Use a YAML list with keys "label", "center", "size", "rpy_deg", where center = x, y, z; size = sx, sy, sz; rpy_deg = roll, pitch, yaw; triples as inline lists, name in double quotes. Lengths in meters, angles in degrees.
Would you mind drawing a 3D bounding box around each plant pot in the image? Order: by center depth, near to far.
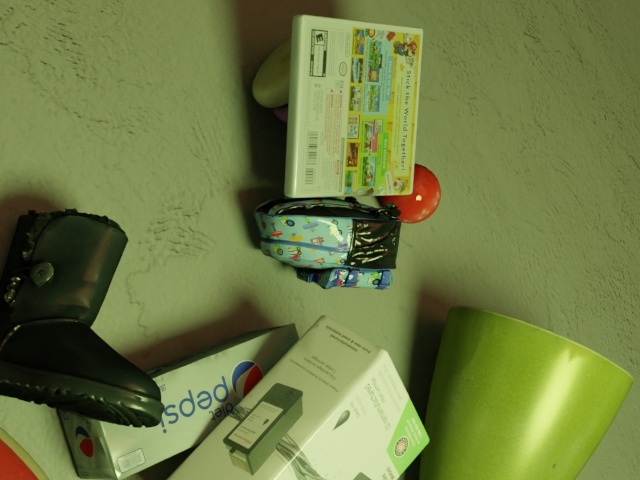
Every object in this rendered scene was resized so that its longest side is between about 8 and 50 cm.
- label: "plant pot"
  center: [0.256, 0.281, 1.349]
  size: [0.274, 0.274, 0.294]
  rpy_deg: [30, 78, -30]

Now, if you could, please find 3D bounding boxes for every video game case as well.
- label: "video game case"
  center: [0.046, -0.171, 1.256]
  size: [0.206, 0.026, 0.227]
  rpy_deg: [-4, 100, -37]

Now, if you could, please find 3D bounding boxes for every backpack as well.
- label: "backpack"
  center: [0.000, 0.000, 1.259]
  size: [0.173, 0.158, 0.117]
  rpy_deg: [2, 96, -25]

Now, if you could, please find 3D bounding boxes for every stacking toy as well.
- label: "stacking toy"
  center: [0.057, -0.141, 1.357]
  size: [0.330, 0.141, 0.141]
  rpy_deg: [45, 55, -28]

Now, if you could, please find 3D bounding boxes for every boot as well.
- label: "boot"
  center: [-0.245, 0.070, 0.998]
  size: [0.094, 0.246, 0.207]
  rpy_deg: [60, 43, -57]

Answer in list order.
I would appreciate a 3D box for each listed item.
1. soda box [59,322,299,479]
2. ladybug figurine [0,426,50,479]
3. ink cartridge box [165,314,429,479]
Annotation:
- label: "soda box"
  center: [-0.150, 0.183, 1.123]
  size: [0.286, 0.098, 0.091]
  rpy_deg: [-18, 92, -41]
- label: "ladybug figurine"
  center: [-0.391, 0.273, 0.826]
  size: [0.449, 0.162, 0.305]
  rpy_deg: [35, 71, -19]
- label: "ink cartridge box"
  center: [-0.020, 0.256, 1.112]
  size: [0.273, 0.114, 0.198]
  rpy_deg: [-46, 136, -19]
